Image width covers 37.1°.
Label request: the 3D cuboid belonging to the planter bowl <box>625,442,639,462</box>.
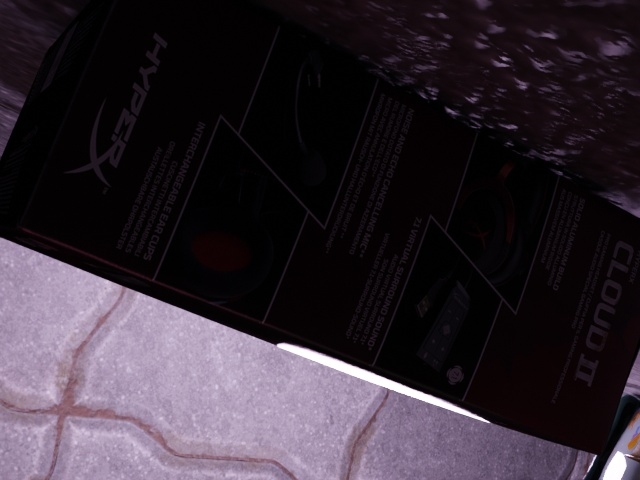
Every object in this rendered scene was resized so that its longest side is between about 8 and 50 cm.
[{"bbox_3d":[0.425,0.213,0.950,0.217,0.090,0.217,20,172,3],"label":"planter bowl"}]

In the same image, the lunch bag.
[{"bbox_3d":[0.436,0.327,1.257,0.160,0.223,0.262,26,175,6],"label":"lunch bag"}]

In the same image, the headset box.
[{"bbox_3d":[0.000,0.000,0.465,0.293,0.110,0.218,24,172,-23],"label":"headset box"}]
